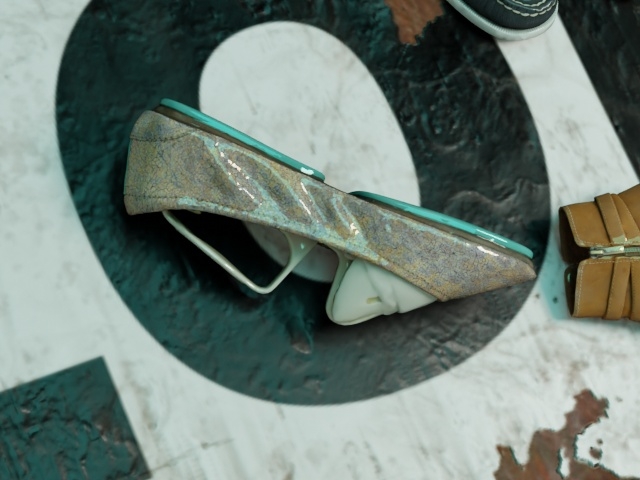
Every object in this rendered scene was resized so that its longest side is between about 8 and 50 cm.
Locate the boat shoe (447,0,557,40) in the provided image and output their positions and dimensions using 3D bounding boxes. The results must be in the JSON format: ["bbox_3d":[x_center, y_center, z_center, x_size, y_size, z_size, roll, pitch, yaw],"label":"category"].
[{"bbox_3d":[0.111,-0.306,1.424,0.114,0.091,0.302,-27,80,-22],"label":"boat shoe"}]

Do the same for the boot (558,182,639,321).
[{"bbox_3d":[0.269,0.050,1.360,0.152,0.073,0.197,-7,72,-11],"label":"boot"}]

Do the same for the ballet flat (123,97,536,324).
[{"bbox_3d":[0.000,0.000,1.291,0.316,0.107,0.106,22,86,-2],"label":"ballet flat"}]
